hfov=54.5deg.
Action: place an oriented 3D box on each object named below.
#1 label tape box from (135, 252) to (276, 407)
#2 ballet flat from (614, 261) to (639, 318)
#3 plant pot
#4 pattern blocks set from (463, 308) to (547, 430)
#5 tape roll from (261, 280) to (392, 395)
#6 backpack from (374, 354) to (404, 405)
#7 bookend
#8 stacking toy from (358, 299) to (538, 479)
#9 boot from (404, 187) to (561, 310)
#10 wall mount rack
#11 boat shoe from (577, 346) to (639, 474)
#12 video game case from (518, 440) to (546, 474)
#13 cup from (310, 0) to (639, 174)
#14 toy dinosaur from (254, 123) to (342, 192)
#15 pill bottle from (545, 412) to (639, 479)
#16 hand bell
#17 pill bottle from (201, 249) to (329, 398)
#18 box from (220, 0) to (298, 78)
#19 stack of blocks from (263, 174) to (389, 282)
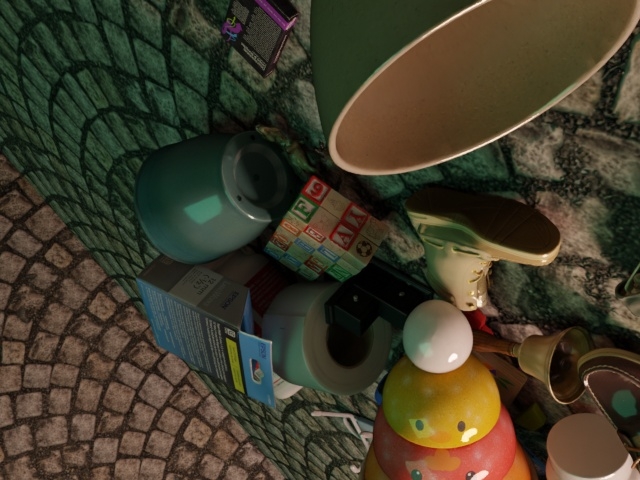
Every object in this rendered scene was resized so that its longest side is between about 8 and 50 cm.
[{"bbox_3d":[-0.224,0.196,1.384,0.348,0.115,0.249,21,139,20],"label":"label tape box"},{"bbox_3d":[0.451,0.036,0.787,0.068,0.072,0.213,44,151,12],"label":"ballet flat"},{"bbox_3d":[-0.198,-0.100,1.273,0.255,0.271,0.271,-13,117,46],"label":"plant pot"},{"bbox_3d":[0.333,0.281,1.275,0.285,0.026,0.324,42,148,9],"label":"pattern blocks set"},{"bbox_3d":[0.015,0.211,1.382,0.169,0.246,0.246,-5,123,54],"label":"tape roll"},{"bbox_3d":[0.188,0.353,1.460,0.098,0.120,0.101,35,149,18],"label":"backpack"},{"bbox_3d":[0.116,0.132,1.243,0.156,0.157,0.072,31,149,26],"label":"bookend"},{"bbox_3d":[0.212,0.311,1.135,0.351,0.351,0.479,17,131,41],"label":"stacking toy"},{"bbox_3d":[0.263,0.033,0.995,0.262,0.095,0.203,19,140,42],"label":"boot"},{"bbox_3d":[0.140,0.582,1.794,0.350,0.130,0.304,5,131,48],"label":"wall mount rack"},{"bbox_3d":[0.526,0.306,0.938,0.342,0.123,0.123,45,133,-2],"label":"boat shoe"},{"bbox_3d":[0.422,0.472,1.415,0.166,0.015,0.119,43,150,5],"label":"video game case"},{"bbox_3d":[0.121,-0.252,0.659,0.236,0.331,0.331,68,155,17],"label":"cup"},{"bbox_3d":[-0.012,-0.132,1.190,0.268,0.064,0.118,53,154,-21],"label":"toy dinosaur"},{"bbox_3d":[0.506,0.459,1.143,0.160,0.160,0.283,14,138,44],"label":"pill bottle"},{"bbox_3d":[0.334,0.188,1.089,0.242,0.126,0.126,9,134,55],"label":"hand bell"},{"bbox_3d":[-0.160,0.184,1.588,0.407,0.229,0.229,48,151,-2],"label":"pill bottle"},{"bbox_3d":[-0.107,-0.364,1.049,0.116,0.029,0.162,46,149,2],"label":"box"},{"bbox_3d":[0.000,0.000,1.235,0.171,0.087,0.297,34,161,-4],"label":"stack of blocks"}]
